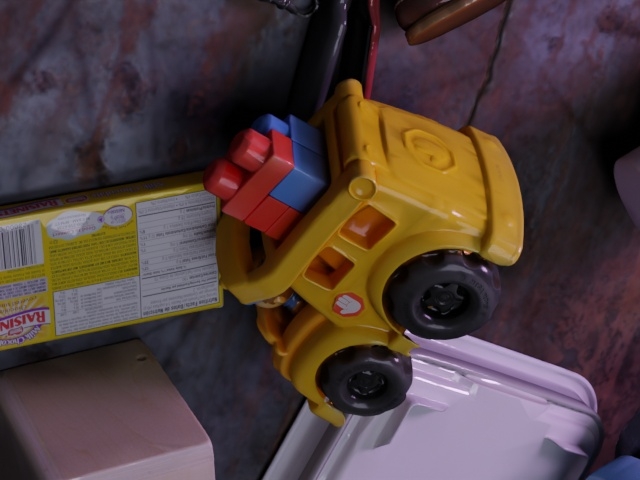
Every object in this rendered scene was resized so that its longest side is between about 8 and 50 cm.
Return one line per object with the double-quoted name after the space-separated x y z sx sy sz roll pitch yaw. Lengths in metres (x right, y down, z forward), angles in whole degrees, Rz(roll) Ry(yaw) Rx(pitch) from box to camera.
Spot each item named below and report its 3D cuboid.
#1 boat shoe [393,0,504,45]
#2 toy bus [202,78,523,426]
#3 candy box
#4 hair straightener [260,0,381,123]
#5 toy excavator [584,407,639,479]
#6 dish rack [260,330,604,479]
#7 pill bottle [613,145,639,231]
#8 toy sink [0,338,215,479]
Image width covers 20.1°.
0.135 -0.211 1.275 0.207 0.073 0.073 -30 88 -12 "boat shoe"
0.000 0.000 1.253 0.211 0.149 0.220 24 125 -26 "toy bus"
-0.168 0.016 1.269 0.206 0.027 0.105 -11 122 -20 "candy box"
0.005 -0.172 1.236 0.089 0.047 0.230 -2 122 -24 "hair straightener"
0.208 0.385 1.507 0.445 0.222 0.433 -27 142 -16 "toy excavator"
0.077 0.240 1.484 0.285 0.072 0.333 20 105 -32 "dish rack"
0.362 -0.087 1.398 0.264 0.146 0.146 -29 125 -9 "pill bottle"
-0.150 0.216 1.309 0.131 0.153 0.234 -13 120 -20 "toy sink"
